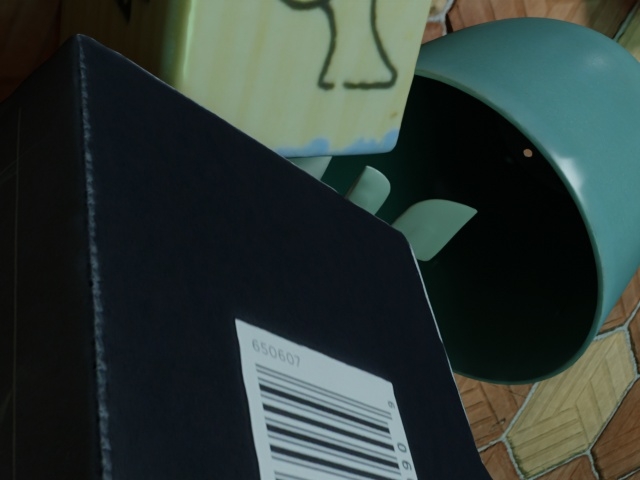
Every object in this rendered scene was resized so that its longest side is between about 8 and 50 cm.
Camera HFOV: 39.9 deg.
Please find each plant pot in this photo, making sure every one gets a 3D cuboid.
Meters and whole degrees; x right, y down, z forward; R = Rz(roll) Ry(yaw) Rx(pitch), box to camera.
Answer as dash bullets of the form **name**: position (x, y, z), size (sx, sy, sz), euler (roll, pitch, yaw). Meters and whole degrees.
- **plant pot**: position (0.169, -0.061, 0.777), size (0.235, 0.293, 0.292), euler (-38, 137, -34)

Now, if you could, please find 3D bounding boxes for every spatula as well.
- **spatula**: position (0.000, 0.000, 0.743), size (0.168, 0.019, 0.242), euler (20, 146, -12)

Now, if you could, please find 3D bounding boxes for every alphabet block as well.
- **alphabet block**: position (-0.050, -0.179, 0.583), size (0.193, 0.193, 0.197), euler (-6, 121, -36)

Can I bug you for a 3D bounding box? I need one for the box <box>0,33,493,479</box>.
- **box**: position (-0.154, 0.245, 0.471), size (0.472, 0.479, 0.297), euler (-35, 139, 25)
